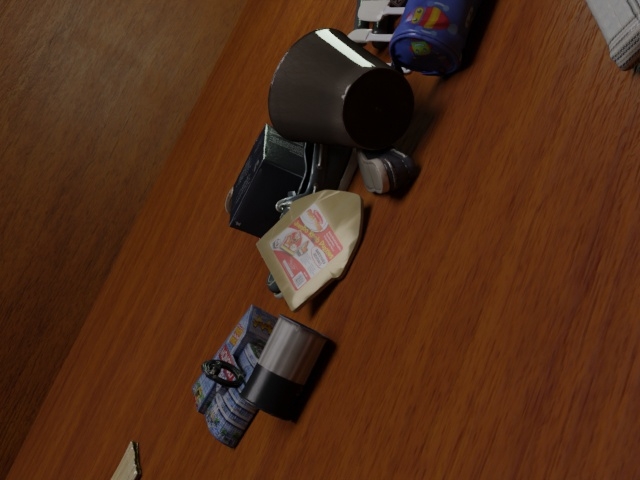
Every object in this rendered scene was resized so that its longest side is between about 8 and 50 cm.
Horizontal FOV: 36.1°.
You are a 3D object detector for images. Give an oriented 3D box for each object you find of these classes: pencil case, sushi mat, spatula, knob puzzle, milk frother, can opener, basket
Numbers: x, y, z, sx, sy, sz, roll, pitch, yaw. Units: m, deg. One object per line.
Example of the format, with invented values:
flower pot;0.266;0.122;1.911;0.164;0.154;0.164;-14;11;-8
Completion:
pencil case;0.209;-0.399;1.566;0.119;0.133;0.306;12;68;26
sushi mat;-0.452;0.570;1.997;0.316;0.019;0.151;-59;19;4
spatula;0.119;-0.370;1.821;0.242;0.019;0.168;19;79;52
knob puzzle;0.000;0.000;1.585;0.213;0.030;0.213;-20;54;30
milk frother;-0.083;0.169;1.436;0.134;0.143;0.129;-64;11;-4
can opener;0.109;-0.467;2.035;0.283;0.076;0.095;-82;-4;-47
basket;0.038;-0.228;1.570;0.204;0.154;0.227;-60;32;3

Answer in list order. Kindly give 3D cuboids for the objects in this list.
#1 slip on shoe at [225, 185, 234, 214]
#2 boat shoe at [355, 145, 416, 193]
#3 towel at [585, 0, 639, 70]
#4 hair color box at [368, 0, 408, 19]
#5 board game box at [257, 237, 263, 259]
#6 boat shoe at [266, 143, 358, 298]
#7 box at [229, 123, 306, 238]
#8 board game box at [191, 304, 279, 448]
slip on shoe;-0.170;-0.114;2.235;0.135;0.051;0.041;-51;17;3
boat shoe;0.101;-0.116;1.548;0.065;0.075;0.206;-17;13;-5
towel;0.394;-0.394;1.074;0.312;0.056;0.324;-46;35;38
hair color box;0.163;-0.509;1.918;0.141;0.072;0.043;-47;22;35
board game box;-0.081;-0.070;1.972;0.145;0.027;0.281;-54;19;14
boat shoe;-0.034;-0.054;1.707;0.319;0.099;0.116;-65;19;-16
box;-0.098;-0.109;1.855;0.156;0.093;0.158;-60;16;28
board game box;-0.132;0.214;1.630;0.194;0.060;0.194;-59;18;5
